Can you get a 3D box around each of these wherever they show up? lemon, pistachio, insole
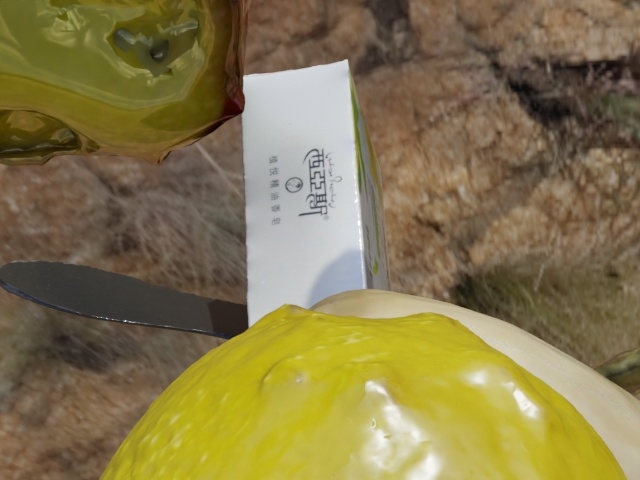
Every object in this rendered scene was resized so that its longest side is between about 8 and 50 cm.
[{"bbox_3d":[0.014,0.144,0.551,0.233,0.288,0.234,1,87,-22],"label":"lemon"},{"bbox_3d":[0.102,0.131,0.847,0.299,0.187,0.188,22,76,6],"label":"pistachio"},{"bbox_3d":[-0.163,0.064,1.324,0.309,0.110,0.012,11,110,-4],"label":"insole"}]

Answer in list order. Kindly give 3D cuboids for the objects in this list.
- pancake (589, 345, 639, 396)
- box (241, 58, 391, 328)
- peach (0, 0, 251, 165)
[{"bbox_3d":[0.290,0.073,0.921,0.236,0.222,0.042,-18,82,17],"label":"pancake"},{"bbox_3d":[0.000,0.000,1.218,0.111,0.194,0.260,-10,61,7],"label":"box"},{"bbox_3d":[-0.175,-0.153,0.568,0.338,0.281,0.281,44,84,12],"label":"peach"}]
